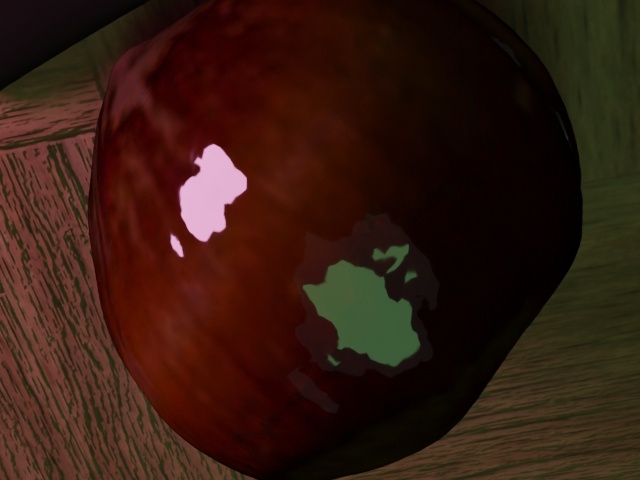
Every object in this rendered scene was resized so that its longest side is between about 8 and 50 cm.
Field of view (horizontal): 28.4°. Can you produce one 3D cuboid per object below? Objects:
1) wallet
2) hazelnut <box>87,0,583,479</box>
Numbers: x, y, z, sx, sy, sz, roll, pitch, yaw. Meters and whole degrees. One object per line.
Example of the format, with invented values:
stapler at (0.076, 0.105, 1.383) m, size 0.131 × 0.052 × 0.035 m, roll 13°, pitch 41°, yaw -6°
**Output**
wallet at (-0.260, -0.200, 1.019) m, size 0.250 × 0.044 × 0.149 m, roll -22°, pitch 127°, yaw 29°
hazelnut at (0.000, 0.000, 1.015) m, size 0.402 × 0.402 × 0.429 m, roll 23°, pitch 135°, yaw -22°
